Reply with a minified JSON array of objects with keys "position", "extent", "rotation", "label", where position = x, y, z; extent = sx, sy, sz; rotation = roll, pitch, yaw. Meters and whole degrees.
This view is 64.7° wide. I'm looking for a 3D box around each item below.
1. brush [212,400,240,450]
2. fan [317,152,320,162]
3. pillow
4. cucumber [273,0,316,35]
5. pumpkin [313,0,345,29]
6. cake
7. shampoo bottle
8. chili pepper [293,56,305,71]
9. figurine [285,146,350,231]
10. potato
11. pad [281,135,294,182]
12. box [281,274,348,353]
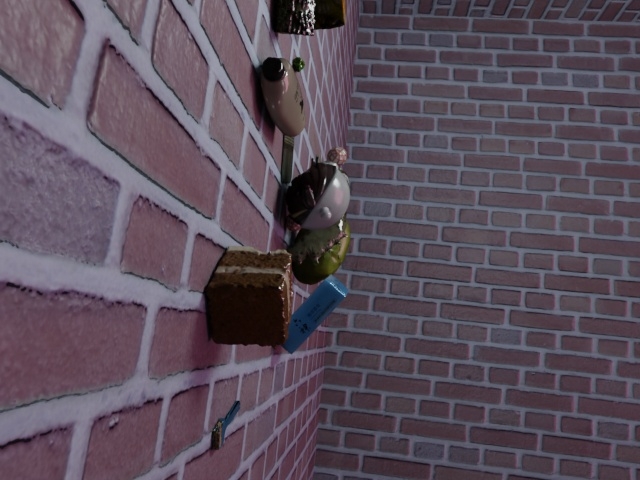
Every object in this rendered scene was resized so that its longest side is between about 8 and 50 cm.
[{"position":[-0.184,0.359,1.002],"extent":[0.164,0.014,0.051],"rotation":[-50,146,-81],"label":"brush"},{"position":[-0.010,-0.309,2.023],"extent":[0.310,0.010,0.182],"rotation":[92,6,-49],"label":"fan"},{"position":[0.001,0.000,1.477],"extent":[0.241,0.093,0.051],"rotation":[-39,165,-19],"label":"pillow"},{"position":[-0.049,-0.632,1.086],"extent":[0.096,0.097,0.358],"rotation":[-66,161,-71],"label":"cucumber"},{"position":[-0.002,-0.691,1.261],"extent":[0.221,0.140,0.316],"rotation":[-81,174,-50],"label":"pumpkin"},{"position":[-0.117,0.095,0.891],"extent":[0.147,0.135,0.134],"rotation":[-83,175,-65],"label":"cake"},{"position":[-0.082,-0.315,1.104],"extent":[0.257,0.078,0.127],"rotation":[55,44,-76],"label":"shampoo bottle"},{"position":[-0.058,-0.489,1.409],"extent":[0.091,0.030,0.034],"rotation":[-65,133,-78],"label":"chili pepper"},{"position":[0.009,-0.134,1.444],"extent":[0.281,0.167,0.370],"rotation":[-56,178,18],"label":"figurine"},{"position":[0.003,0.023,1.594],"extent":[0.149,0.186,0.253],"rotation":[16,110,-51],"label":"potato"},{"position":[-0.052,-0.290,1.485],"extent":[0.323,0.055,0.249],"rotation":[-10,106,-65],"label":"pad"},{"position":[-0.024,0.211,1.476],"extent":[0.232,0.083,0.142],"rotation":[-46,176,5],"label":"box"}]
